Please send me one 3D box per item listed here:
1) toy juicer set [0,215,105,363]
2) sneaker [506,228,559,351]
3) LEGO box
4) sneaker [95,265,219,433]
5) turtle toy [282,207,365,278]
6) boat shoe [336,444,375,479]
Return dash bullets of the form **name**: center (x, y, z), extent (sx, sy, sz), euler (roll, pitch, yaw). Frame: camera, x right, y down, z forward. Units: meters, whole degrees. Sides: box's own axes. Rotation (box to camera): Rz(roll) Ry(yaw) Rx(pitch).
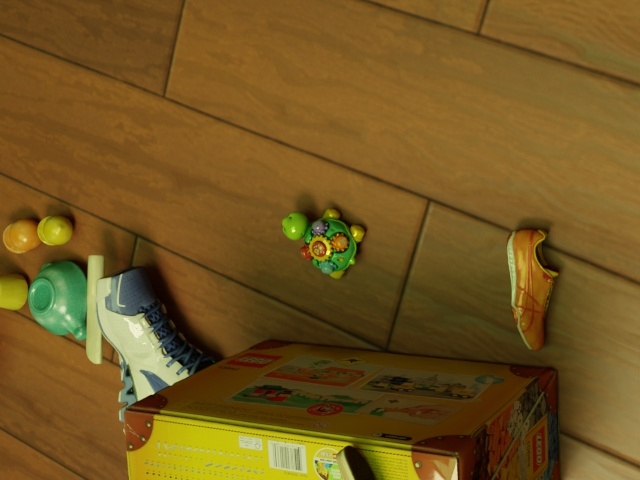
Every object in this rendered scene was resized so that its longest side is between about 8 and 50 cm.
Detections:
- **toy juicer set**: center (-0.455, 0.067, 1.924), extent (0.329, 0.089, 0.209), euler (21, 97, 33)
- **sneaker**: center (0.299, 0.071, 1.505), extent (0.068, 0.064, 0.175), euler (-4, 101, 20)
- **LEGO box**: center (0.037, 0.294, 1.516), extent (0.500, 0.372, 0.193), euler (3, 101, 30)
- **sneaker**: center (-0.252, 0.191, 1.816), extent (0.182, 0.127, 0.315), euler (-3, 105, 26)
- **turtle toy**: center (0.000, 0.000, 1.656), extent (0.130, 0.066, 0.095), euler (35, 114, 19)
- **boat shoe**: center (0.044, 0.309, 1.269), extent (0.045, 0.050, 0.135), euler (-23, 88, 26)
